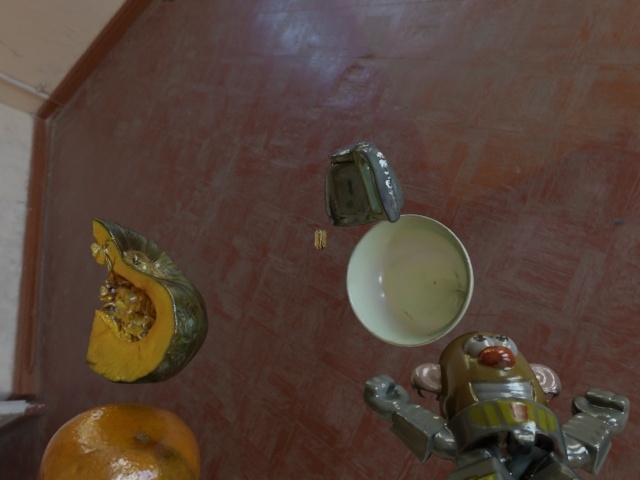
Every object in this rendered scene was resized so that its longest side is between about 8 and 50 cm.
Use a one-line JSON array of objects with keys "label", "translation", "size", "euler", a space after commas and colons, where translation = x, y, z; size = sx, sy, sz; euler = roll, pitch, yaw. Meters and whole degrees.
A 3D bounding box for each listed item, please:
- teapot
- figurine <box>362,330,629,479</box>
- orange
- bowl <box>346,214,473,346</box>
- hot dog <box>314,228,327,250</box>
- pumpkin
[{"label": "teapot", "translation": [0.049, -0.076, 0.569], "size": [0.111, 0.149, 0.109], "euler": [-12, 107, 16]}, {"label": "figurine", "translation": [0.234, 0.241, 0.559], "size": [0.285, 0.342, 0.167], "euler": [-78, 11, -61]}, {"label": "orange", "translation": [-0.305, 0.362, 0.657], "size": [0.240, 0.240, 0.172], "euler": [29, 98, 38]}, {"label": "bowl", "translation": [0.208, 0.089, 0.936], "size": [0.276, 0.145, 0.278], "euler": [-7, 78, 33]}, {"label": "hot dog", "translation": [0.000, 0.000, 1.171], "size": [0.037, 0.021, 0.083], "euler": [-5, 38, 8]}, {"label": "pumpkin", "translation": [-0.329, 0.119, 0.745], "size": [0.280, 0.139, 0.190], "euler": [42, 93, 17]}]
